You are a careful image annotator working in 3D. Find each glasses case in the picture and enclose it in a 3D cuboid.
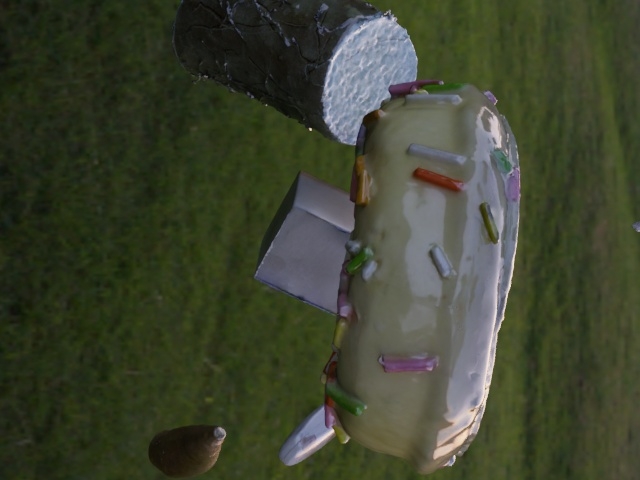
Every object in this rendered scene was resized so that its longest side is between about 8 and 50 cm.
[{"bbox_3d":[0.004,0.237,1.491,0.041,0.063,0.164,44,38,11],"label":"glasses case"}]

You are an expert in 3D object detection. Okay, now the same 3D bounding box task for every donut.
[{"bbox_3d":[0.089,0.036,1.078,0.307,0.150,0.371,-88,-175,-84],"label":"donut"}]

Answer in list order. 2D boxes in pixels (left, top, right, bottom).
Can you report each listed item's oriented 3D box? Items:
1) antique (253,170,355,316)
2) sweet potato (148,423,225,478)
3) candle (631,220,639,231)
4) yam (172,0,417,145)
[{"bbox_3d":[0.000,0.000,1.753,0.147,0.151,0.148,-59,-168,27],"label":"antique"},{"bbox_3d":[-0.176,0.288,1.576,0.077,0.243,0.077,5,78,-25],"label":"sweet potato"},{"bbox_3d":[0.473,-0.122,1.238,0.187,0.330,0.187,31,27,-18],"label":"candle"},{"bbox_3d":[-0.041,-0.292,1.736,0.241,0.348,0.241,-33,139,-35],"label":"yam"}]
